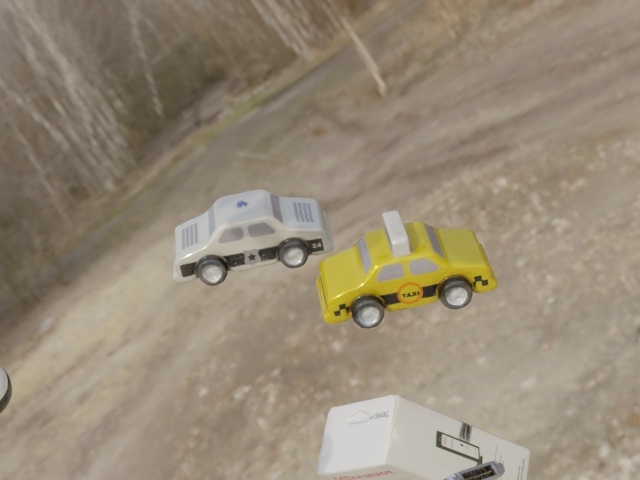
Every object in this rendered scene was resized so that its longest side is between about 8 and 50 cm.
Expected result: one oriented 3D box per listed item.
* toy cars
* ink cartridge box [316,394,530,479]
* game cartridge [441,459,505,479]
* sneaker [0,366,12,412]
[{"bbox_3d":[0.000,0.000,1.370,0.393,0.087,0.176,12,38,34],"label":"toy cars"},{"bbox_3d":[0.119,0.260,1.476,0.148,0.203,0.086,-25,47,54],"label":"ink cartridge box"},{"bbox_3d":[0.103,0.193,0.969,0.056,0.017,0.083,-37,-20,29],"label":"game cartridge"},{"bbox_3d":[-0.406,0.094,1.110,0.090,0.270,0.145,-105,25,-50],"label":"sneaker"}]
